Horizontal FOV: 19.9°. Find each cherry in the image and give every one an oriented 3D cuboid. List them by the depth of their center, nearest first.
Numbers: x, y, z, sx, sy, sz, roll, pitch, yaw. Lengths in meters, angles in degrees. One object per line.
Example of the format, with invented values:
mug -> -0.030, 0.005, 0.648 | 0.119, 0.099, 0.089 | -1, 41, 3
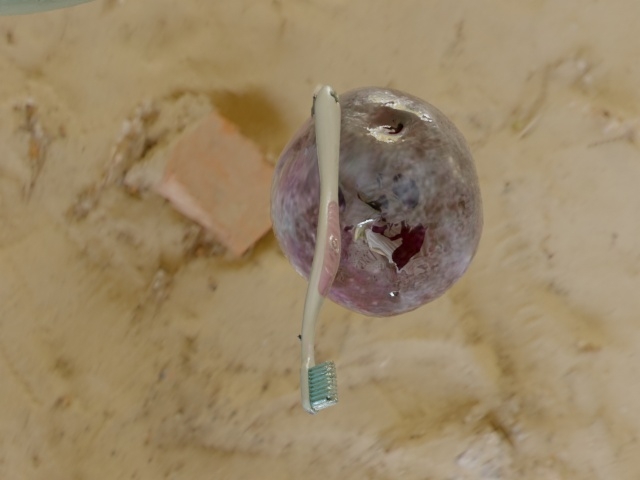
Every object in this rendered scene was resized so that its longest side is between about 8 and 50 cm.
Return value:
cherry -> 0.048, -0.040, 1.530 | 0.195, 0.195, 0.195 | 5, 70, -14

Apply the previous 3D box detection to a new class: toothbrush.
toothbrush -> 0.000, 0.000, 0.929 | 0.022, 0.017, 0.204 | -16, 49, 22

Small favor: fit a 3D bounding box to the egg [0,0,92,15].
egg -> -0.094, -0.171, 0.658 | 0.231, 0.168, 0.168 | -32, 82, -16
